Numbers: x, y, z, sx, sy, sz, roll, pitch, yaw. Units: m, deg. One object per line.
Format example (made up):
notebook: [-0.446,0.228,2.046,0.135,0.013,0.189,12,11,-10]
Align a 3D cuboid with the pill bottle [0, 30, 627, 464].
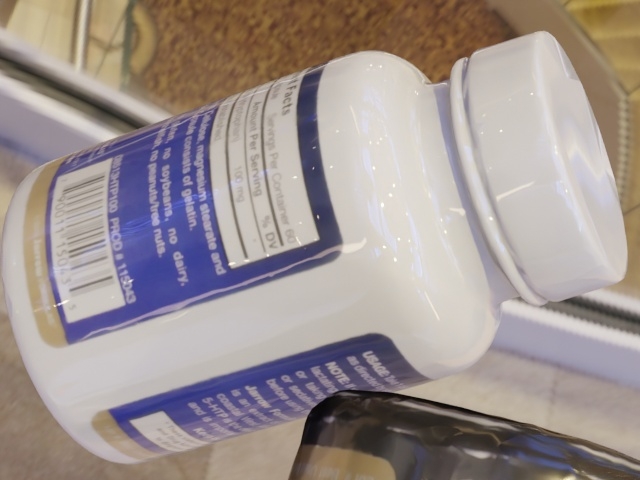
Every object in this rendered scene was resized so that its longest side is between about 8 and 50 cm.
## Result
pill bottle: [0.000,0.000,0.541,0.187,0.112,0.112,-17,78,19]

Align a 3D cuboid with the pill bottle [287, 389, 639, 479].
pill bottle: [0.023,0.157,0.402,0.123,0.123,0.219,21,78,-11]
